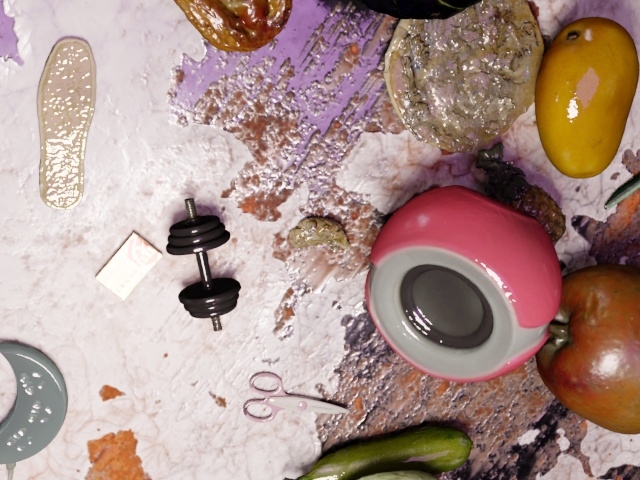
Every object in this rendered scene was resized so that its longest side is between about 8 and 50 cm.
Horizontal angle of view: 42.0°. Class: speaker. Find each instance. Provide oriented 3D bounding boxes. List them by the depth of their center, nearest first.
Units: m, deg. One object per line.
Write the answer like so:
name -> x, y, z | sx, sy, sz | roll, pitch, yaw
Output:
speaker -> 0.211, 0.070, 1.253 | 0.294, 0.294, 0.294 | -3, 103, -13

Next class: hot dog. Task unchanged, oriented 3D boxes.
hot dog -> -0.133, -0.368, 1.161 | 0.160, 0.099, 0.227 | -42, 114, 1

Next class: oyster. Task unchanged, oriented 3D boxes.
oyster -> 0.000, 0.000, 1.311 | 0.083, 0.038, 0.081 | -33, 110, -5

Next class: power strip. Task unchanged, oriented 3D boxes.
power strip -> -0.459, 0.265, 1.261 | 0.137, 0.044, 0.216 | 19, 97, -17

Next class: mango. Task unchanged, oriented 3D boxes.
mango -> 0.409, -0.216, 1.298 | 0.175, 0.139, 0.255 | -9, 110, -34

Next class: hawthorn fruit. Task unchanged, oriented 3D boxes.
hawthorn fruit -> 0.470, 0.162, 1.352 | 0.300, 0.268, 0.268 | 23, 97, -15

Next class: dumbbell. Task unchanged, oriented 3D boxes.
dumbbell -> -0.174, 0.038, 1.246 | 0.099, 0.099, 0.209 | -13, 106, -10

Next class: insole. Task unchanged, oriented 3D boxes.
insole -> -0.367, -0.165, 1.199 | 0.081, 0.011, 0.248 | 4, 102, -15

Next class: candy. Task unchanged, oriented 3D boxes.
candy -> 0.616, -0.148, 1.413 | 0.323, 0.097, 0.097 | -34, 108, 6

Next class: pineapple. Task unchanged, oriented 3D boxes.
pineapple -> 0.310, -0.067, 1.334 | 0.108, 0.108, 0.198 | -40, 109, -2

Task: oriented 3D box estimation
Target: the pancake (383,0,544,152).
pancake -> 0.226, -0.277, 1.294 | 0.282, 0.049, 0.282 | -3, 104, -12

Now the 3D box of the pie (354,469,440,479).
pie -> 0.093, 0.442, 1.367 | 0.240, 0.054, 0.240 | -12, 143, -9

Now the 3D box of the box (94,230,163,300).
box -> -0.290, 0.039, 1.263 | 0.058, 0.015, 0.093 | 40, 92, -20

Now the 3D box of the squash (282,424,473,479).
squash -> 0.097, 0.373, 1.394 | 0.331, 0.087, 0.087 | -11, 105, -13

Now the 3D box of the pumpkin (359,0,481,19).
pumpkin -> 0.150, -0.449, 1.143 | 0.295, 0.296, 0.296 | -3, 103, -13

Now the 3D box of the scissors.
scissors -> -0.037, 0.269, 1.372 | 0.176, 0.022, 0.085 | 12, 97, -12
